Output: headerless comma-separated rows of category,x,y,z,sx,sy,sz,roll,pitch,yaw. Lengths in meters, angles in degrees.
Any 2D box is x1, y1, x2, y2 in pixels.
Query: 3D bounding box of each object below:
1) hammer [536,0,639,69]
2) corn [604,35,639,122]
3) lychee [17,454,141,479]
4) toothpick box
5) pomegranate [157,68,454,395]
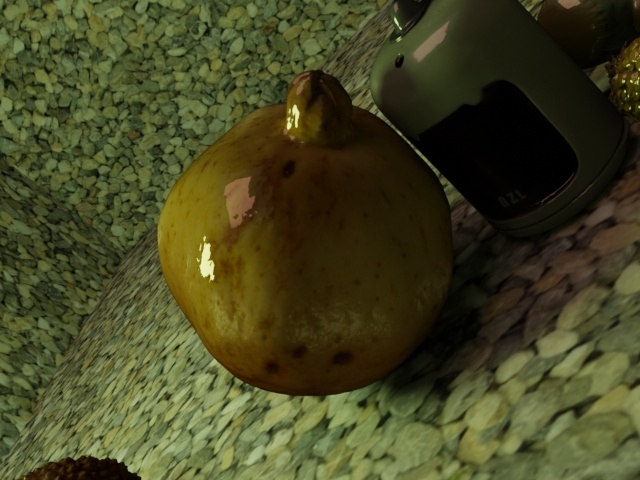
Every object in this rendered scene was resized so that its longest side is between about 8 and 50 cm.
hammer,0.428,-0.283,0.915,0.201,0.113,0.305,-29,21,-33
corn,0.421,-0.189,0.752,0.317,0.115,0.115,-13,40,57
lychee,-0.370,0.441,1.166,0.271,0.271,0.271,-43,19,19
toothpick box,0.201,-0.184,0.930,0.229,0.316,0.229,-42,19,18
pomegranate,-0.011,-0.016,0.948,0.410,0.410,0.410,-43,19,19
